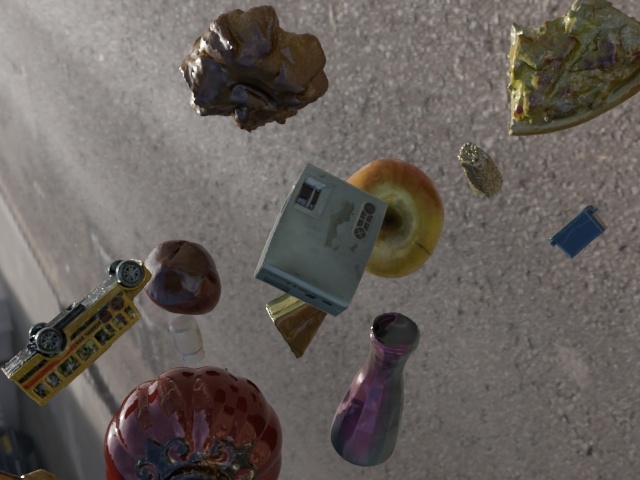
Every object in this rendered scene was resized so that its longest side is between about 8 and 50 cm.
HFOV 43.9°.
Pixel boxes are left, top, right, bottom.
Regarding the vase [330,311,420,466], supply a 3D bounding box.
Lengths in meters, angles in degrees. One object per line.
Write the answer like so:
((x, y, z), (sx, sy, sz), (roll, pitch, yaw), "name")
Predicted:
((0.070, 0.179, 0.957), (0.086, 0.086, 0.214), (53, 146, 38), "vase")

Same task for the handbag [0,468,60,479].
((-0.379, 0.469, 1.091), (0.283, 0.401, 0.133), (-55, 37, 1), "handbag")

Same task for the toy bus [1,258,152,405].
((-0.472, 0.173, 1.591), (0.123, 0.335, 0.121), (54, 158, -18), "toy bus")

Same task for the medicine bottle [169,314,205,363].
((-0.249, 0.186, 1.492), (0.052, 0.052, 0.089), (42, 151, 48), "medicine bottle")

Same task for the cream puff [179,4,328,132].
((-0.126, -0.302, 1.416), (0.269, 0.241, 0.155), (-27, 42, 30), "cream puff")

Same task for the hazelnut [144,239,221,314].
((-0.321, 0.095, 1.869), (0.204, 0.178, 0.178), (23, 126, 28), "hazelnut")

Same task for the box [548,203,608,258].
((0.464, -0.014, 1.421), (0.099, 0.074, 0.054), (-46, 75, 24), "box")

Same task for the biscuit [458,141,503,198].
((0.376, -0.166, 1.871), (0.082, 0.070, 0.168), (35, 175, 33), "biscuit")

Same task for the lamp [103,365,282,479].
((-0.157, 0.268, 0.996), (0.227, 0.226, 0.227), (36, 132, 52), "lamp")

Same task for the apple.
((0.161, -0.051, 1.899), (0.233, 0.286, 0.286), (-121, 19, -87), "apple")

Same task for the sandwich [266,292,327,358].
((-0.012, 0.148, 1.622), (0.113, 0.163, 0.079), (62, 176, -32), "sandwich")

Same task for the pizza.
((0.447, -0.314, 1.403), (0.323, 0.089, 0.223), (-26, 106, 27), "pizza")

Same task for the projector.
((0.000, 0.000, 0.933), (0.147, 0.115, 0.061), (-67, 10, -26), "projector")
